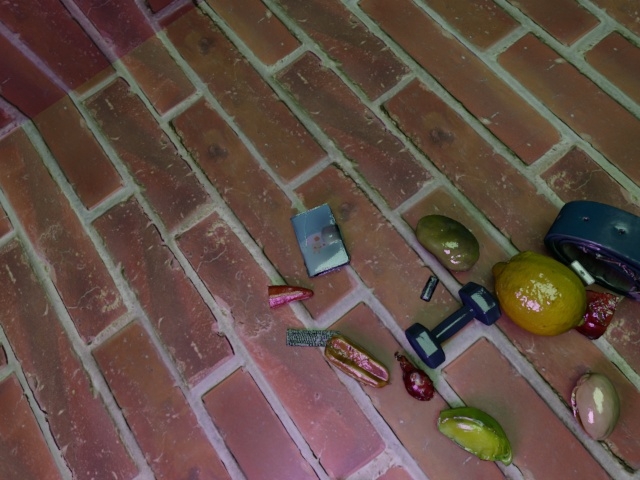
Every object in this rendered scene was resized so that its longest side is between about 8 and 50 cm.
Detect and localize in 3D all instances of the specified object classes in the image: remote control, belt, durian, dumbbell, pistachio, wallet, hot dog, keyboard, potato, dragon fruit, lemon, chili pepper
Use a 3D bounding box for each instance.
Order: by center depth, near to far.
[{"bbox_3d":[0.867,0.514,1.463,0.145,0.117,0.201,0,73,3],"label":"pistachio"},{"bbox_3d":[0.497,0.611,1.496,0.250,0.101,0.139,19,111,13],"label":"durian"},{"bbox_3d":[0.957,0.042,1.509,0.436,0.300,0.173,35,82,14],"label":"belt"},{"bbox_3d":[0.706,0.171,1.530,0.319,0.245,0.245,38,81,22],"label":"lemon"},{"bbox_3d":[0.883,0.236,1.537,0.120,0.161,0.127,18,64,11],"label":"dragon fruit"},{"bbox_3d":[0.845,0.118,1.556,0.029,0.190,0.088,-37,71,5],"label":"remote control"},{"bbox_3d":[0.306,0.455,1.578,0.094,0.094,0.190,-37,66,-5],"label":"dragon fruit"},{"bbox_3d":[0.446,0.281,1.584,0.316,0.144,0.156,-36,71,-4],"label":"dumbbell"},{"bbox_3d":[0.127,0.421,1.618,0.269,0.072,0.109,32,88,13],"label":"hot dog"},{"bbox_3d":[0.452,0.004,1.678,0.248,0.144,0.169,39,43,22],"label":"potato"},{"bbox_3d":[-0.028,0.352,1.693,0.195,0.018,0.060,-1,75,8],"label":"keyboard"},{"bbox_3d":[0.394,0.173,1.694,0.039,0.014,0.096,25,76,15],"label":"remote control"},{"bbox_3d":[-0.108,0.201,1.732,0.168,0.065,0.088,-7,72,2],"label":"chili pepper"},{"bbox_3d":[0.000,0.000,1.774,0.176,0.075,0.251,-20,71,5],"label":"wallet"}]
